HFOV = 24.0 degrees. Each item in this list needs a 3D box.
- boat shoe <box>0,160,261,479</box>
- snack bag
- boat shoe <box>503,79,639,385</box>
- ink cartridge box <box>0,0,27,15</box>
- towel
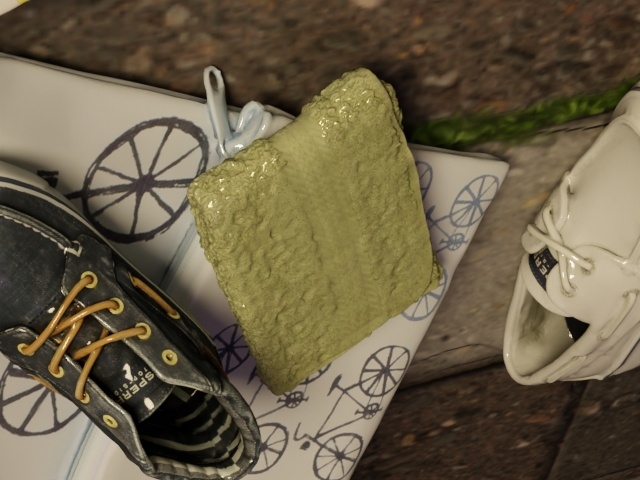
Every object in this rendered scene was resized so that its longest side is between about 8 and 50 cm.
[{"bbox_3d":[-0.093,0.034,0.599,0.065,0.083,0.183,-49,131,5],"label":"boat shoe"},{"bbox_3d":[-0.095,0.071,0.707,0.342,0.037,0.323,11,114,-42],"label":"snack bag"},{"bbox_3d":[0.152,0.011,0.814,0.084,0.095,0.258,-18,147,-14],"label":"boat shoe"},{"bbox_3d":[-0.064,-0.175,0.457,0.235,0.056,0.171,-25,147,8],"label":"ink cartridge box"},{"bbox_3d":[0.000,0.000,0.680,0.110,0.027,0.148,-36,139,-14],"label":"towel"}]
